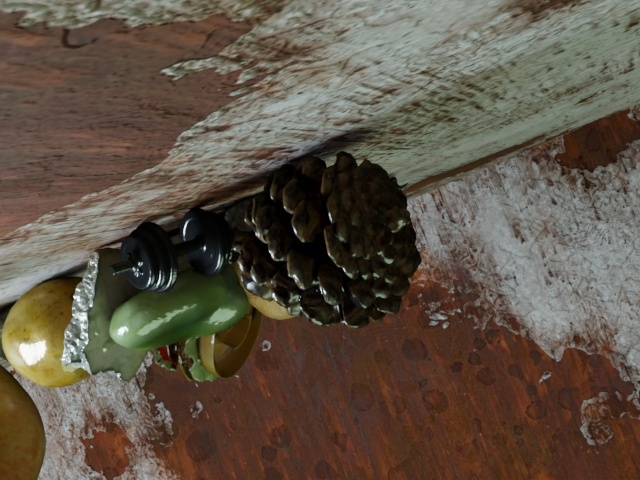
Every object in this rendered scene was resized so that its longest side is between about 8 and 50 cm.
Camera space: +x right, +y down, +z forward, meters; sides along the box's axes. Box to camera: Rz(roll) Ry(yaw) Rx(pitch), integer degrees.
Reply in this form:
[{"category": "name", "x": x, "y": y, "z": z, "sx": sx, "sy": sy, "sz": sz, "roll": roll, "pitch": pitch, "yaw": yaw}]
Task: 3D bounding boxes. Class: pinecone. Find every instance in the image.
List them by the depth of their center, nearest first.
[{"category": "pinecone", "x": 0.012, "y": -0.001, "z": 1.144, "sx": 0.244, "sy": 0.243, "sz": 0.257, "roll": -20, "pitch": -172, "yaw": -25}]

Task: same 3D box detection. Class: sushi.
[{"category": "sushi", "x": -0.096, "y": -0.024, "z": 1.336, "sx": 0.150, "sy": 0.090, "sz": 0.078, "roll": -26, "pitch": 171, "yaw": -27}]

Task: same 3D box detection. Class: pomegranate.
[{"category": "pomegranate", "x": -0.410, "y": 0.151, "z": 1.374, "sx": 0.196, "sy": 0.196, "sz": 0.196, "roll": -22, "pitch": 177, "yaw": -1}]

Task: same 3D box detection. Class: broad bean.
[{"category": "broad bean", "x": -0.210, "y": 0.099, "z": 1.281, "sx": 0.169, "sy": 0.100, "sz": 0.228, "roll": -37, "pitch": 159, "yaw": 26}]

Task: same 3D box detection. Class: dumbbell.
[{"category": "dumbbell", "x": -0.193, "y": 0.013, "z": 1.173, "sx": 0.208, "sy": 0.099, "sz": 0.099, "roll": -19, "pitch": 176, "yaw": -41}]

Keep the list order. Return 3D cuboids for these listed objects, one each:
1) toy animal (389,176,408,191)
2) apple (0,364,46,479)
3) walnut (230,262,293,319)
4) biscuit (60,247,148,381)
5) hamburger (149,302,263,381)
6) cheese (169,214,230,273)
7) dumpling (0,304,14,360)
[{"category": "toy animal", "x": 0.084, "y": -0.066, "z": 1.925, "sx": 0.245, "sy": 0.114, "sz": 0.146, "roll": -47, "pitch": 174, "yaw": 24}, {"category": "apple", "x": -0.667, "y": 0.355, "z": 1.449, "sx": 0.391, "sy": 0.391, "sz": 0.346, "roll": -20, "pitch": 158, "yaw": -32}, {"category": "walnut", "x": -0.059, "y": 0.029, "z": 1.501, "sx": 0.193, "sy": 0.193, "sz": 0.225, "roll": -23, "pitch": -167, "yaw": 30}, {"category": "biscuit", "x": -0.312, "y": 0.122, "z": 1.296, "sx": 0.040, "sy": 0.265, "sz": 0.188, "roll": 20, "pitch": -131, "yaw": 25}, {"category": "hamburger", "x": -0.255, "y": 0.146, "z": 1.772, "sx": 0.212, "sy": 0.274, "sz": 0.274, "roll": 15, "pitch": -170, "yaw": 18}, {"category": "cheese", "x": -0.236, "y": 0.039, "z": 1.455, "sx": 0.159, "sy": 0.093, "sz": 0.263, "roll": -18, "pitch": 176, "yaw": -22}, {"category": "dumpling", "x": -0.516, "y": 0.154, "z": 1.529, "sx": 0.127, "sy": 0.108, "sz": 0.188, "roll": -48, "pitch": 157, "yaw": 10}]
